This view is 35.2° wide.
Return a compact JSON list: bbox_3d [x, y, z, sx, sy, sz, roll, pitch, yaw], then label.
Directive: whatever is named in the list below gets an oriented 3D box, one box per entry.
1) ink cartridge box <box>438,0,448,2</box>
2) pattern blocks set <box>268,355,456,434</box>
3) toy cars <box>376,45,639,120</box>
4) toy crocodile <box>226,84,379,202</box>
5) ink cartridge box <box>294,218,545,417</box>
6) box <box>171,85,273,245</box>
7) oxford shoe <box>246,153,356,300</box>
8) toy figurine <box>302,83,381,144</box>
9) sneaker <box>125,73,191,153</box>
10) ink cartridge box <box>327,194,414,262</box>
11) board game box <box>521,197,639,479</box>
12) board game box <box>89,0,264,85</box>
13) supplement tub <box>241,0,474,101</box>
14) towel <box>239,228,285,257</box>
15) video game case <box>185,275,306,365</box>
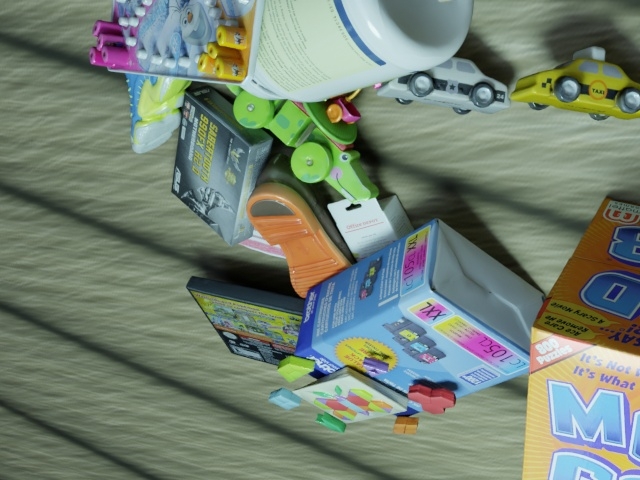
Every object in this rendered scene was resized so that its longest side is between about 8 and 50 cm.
[{"bbox_3d":[0.263,-0.388,1.257,0.193,0.234,0.088,-1,120,34],"label":"ink cartridge box"},{"bbox_3d":[0.055,0.275,1.757,0.285,0.026,0.325,25,149,-12],"label":"pattern blocks set"},{"bbox_3d":[0.274,-0.230,1.434,0.394,0.176,0.087,7,88,29],"label":"toy cars"},{"bbox_3d":[-0.033,-0.186,1.656,0.340,0.115,0.105,44,107,12],"label":"toy crocodile"},{"bbox_3d":[0.146,0.156,1.716,0.270,0.151,0.395,33,140,-25],"label":"ink cartridge box"},{"bbox_3d":[-0.181,-0.132,1.808,0.183,0.056,0.231,42,137,27],"label":"box"},{"bbox_3d":[0.000,0.000,1.788,0.130,0.132,0.363,-8,135,25],"label":"oxford shoe"},{"bbox_3d":[0.057,-0.266,1.584,0.159,0.130,0.173,-35,74,29],"label":"toy figurine"},{"bbox_3d":[-0.307,-0.269,1.825,0.126,0.091,0.240,53,136,16],"label":"sneaker"},{"bbox_3d":[0.102,-0.010,1.742,0.104,0.061,0.181,-15,112,38],"label":"ink cartridge box"},{"bbox_3d":[0.514,0.206,1.427,0.356,0.356,0.356,14,127,25],"label":"board game box"},{"bbox_3d":[-0.205,-0.430,1.446,0.390,0.050,0.389,16,100,48],"label":"board game box"},{"bbox_3d":[0.022,-0.323,1.399,0.325,0.235,0.235,-8,117,48],"label":"supplement tub"},{"bbox_3d":[-0.113,-0.065,1.870,0.144,0.029,0.197,16,126,23],"label":"towel"},{"bbox_3d":[-0.098,0.172,1.959,0.275,0.035,0.248,11,148,28],"label":"video game case"}]
